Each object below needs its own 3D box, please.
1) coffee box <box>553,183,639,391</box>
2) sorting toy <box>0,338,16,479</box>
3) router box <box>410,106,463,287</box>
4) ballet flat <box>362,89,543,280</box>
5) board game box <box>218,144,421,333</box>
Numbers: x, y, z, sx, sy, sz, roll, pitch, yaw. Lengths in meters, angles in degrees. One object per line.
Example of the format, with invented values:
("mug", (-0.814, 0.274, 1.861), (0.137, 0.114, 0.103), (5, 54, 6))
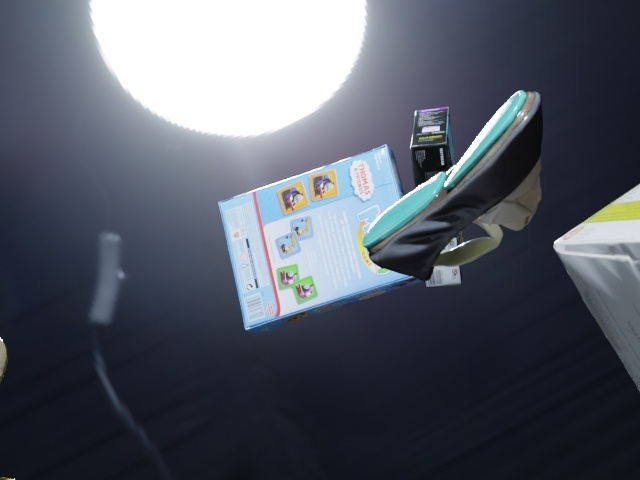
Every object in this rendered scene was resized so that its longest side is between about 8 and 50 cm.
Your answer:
("coffee box", (0.543, 0.052, 1.637), (0.337, 0.334, 0.338), (58, -12, -6))
("sorting toy", (-0.276, 0.143, 0.880), (0.307, 0.229, 0.041), (33, -23, -36))
("router box", (0.139, -0.053, 1.679), (0.133, 0.046, 0.179), (-76, 160, -66))
("ballet flat", (0.105, -0.028, 0.959), (0.203, 0.074, 0.074), (-43, -111, 49))
("board game box", (0.000, 0.000, 1.617), (0.039, 0.211, 0.160), (35, 40, -65))
